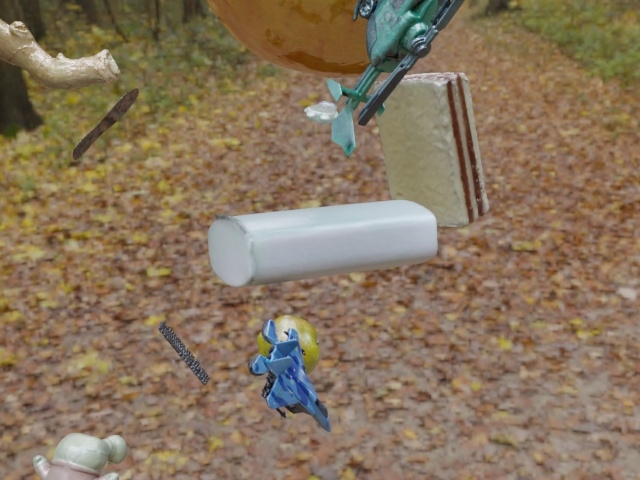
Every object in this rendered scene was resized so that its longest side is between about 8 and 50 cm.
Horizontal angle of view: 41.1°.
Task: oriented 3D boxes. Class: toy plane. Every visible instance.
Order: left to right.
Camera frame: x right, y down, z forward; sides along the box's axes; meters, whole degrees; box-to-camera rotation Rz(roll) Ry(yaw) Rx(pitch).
[{"bbox_3d":[-0.044,0.256,1.477,0.078,0.246,0.169,-7,41,22],"label":"toy plane"},{"bbox_3d":[0.071,-0.190,0.824,0.060,0.235,0.096,8,41,-39],"label":"toy plane"}]

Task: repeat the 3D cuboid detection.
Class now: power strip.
[{"bbox_3d":[0.003,-0.195,1.342,0.055,0.035,0.083,13,24,9],"label":"power strip"}]

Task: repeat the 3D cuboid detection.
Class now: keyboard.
[{"bbox_3d":[-0.349,0.288,2.181,0.018,0.195,0.060,-38,8,5],"label":"keyboard"}]

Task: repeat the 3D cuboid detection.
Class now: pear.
[{"bbox_3d":[-0.070,0.239,1.821,0.141,0.141,0.104,0,25,7],"label":"pear"}]

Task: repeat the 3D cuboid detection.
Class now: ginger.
[{"bbox_3d":[-0.410,-0.260,1.132,0.288,0.089,0.075,15,39,-1],"label":"ginger"}]

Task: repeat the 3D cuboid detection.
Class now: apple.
[{"bbox_3d":[-0.004,-0.331,0.966,0.299,0.275,0.299,-2,44,2],"label":"apple"}]

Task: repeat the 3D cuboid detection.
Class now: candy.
[{"bbox_3d":[0.232,-0.192,1.793,0.180,0.320,0.135,0,18,37],"label":"candy"}]

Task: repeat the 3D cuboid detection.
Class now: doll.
[{"bbox_3d":[-0.425,0.431,1.408,0.155,0.113,0.275,14,58,13],"label":"doll"}]

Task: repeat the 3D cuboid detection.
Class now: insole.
[{"bbox_3d":[-0.510,-0.283,2.036,0.005,0.086,0.253,33,57,4],"label":"insole"}]

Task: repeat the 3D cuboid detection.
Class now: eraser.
[{"bbox_3d":[0.000,0.000,1.235,0.290,0.104,0.189,-6,3,-21],"label":"eraser"}]
